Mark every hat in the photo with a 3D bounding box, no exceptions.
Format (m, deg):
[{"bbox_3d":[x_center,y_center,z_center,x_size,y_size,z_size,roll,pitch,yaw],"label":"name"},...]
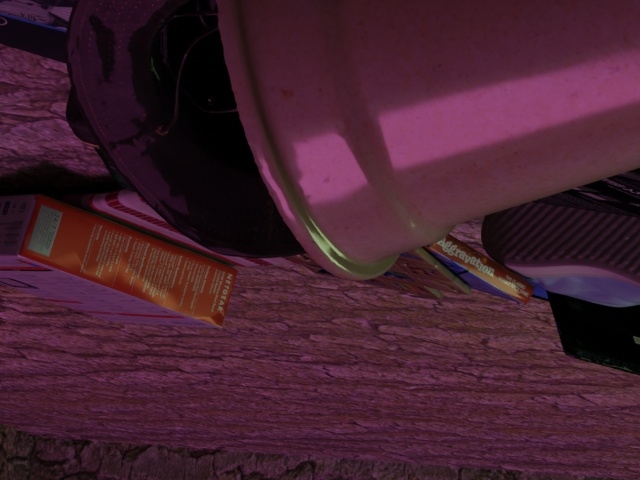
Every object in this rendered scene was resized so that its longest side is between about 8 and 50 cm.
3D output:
[{"bbox_3d":[-0.044,-0.150,1.491,0.331,0.134,0.331,1,125,2],"label":"hat"}]

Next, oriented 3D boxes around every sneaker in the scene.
[{"bbox_3d":[0.356,0.009,1.903,0.366,0.135,0.150,11,170,42],"label":"sneaker"}]

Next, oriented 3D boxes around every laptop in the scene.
[{"bbox_3d":[0.348,0.118,2.248,0.234,0.264,0.136,15,127,-20],"label":"laptop"}]

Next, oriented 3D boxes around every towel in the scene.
[{"bbox_3d":[-0.142,-0.022,2.191,0.237,0.037,0.329,21,166,-31],"label":"towel"}]

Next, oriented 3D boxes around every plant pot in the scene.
[{"bbox_3d":[0.138,-0.159,1.172,0.305,0.333,0.334,-9,158,22],"label":"plant pot"}]

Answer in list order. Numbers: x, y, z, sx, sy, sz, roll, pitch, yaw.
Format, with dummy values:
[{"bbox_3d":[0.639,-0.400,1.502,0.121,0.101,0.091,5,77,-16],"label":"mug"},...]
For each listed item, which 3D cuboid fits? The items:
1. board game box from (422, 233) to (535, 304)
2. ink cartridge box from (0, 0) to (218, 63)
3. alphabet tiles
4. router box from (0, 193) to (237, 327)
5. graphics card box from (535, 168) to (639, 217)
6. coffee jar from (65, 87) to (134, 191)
[{"bbox_3d":[0.108,0.009,2.039,0.145,0.027,0.281,29,174,-29],"label":"board game box"},{"bbox_3d":[-0.168,-0.196,1.618,0.333,0.065,0.165,14,163,-17],"label":"ink cartridge box"},{"bbox_3d":[0.000,0.000,1.990,0.285,0.011,0.342,11,168,28],"label":"alphabet tiles"},{"bbox_3d":[-0.323,0.029,2.365,0.301,0.082,0.335,22,168,-32],"label":"router box"},{"bbox_3d":[0.207,-0.091,1.552,0.233,0.094,0.371,20,177,-29],"label":"graphics card box"},{"bbox_3d":[-0.195,-0.119,1.836,0.079,0.096,0.184,8,165,14],"label":"coffee jar"}]
